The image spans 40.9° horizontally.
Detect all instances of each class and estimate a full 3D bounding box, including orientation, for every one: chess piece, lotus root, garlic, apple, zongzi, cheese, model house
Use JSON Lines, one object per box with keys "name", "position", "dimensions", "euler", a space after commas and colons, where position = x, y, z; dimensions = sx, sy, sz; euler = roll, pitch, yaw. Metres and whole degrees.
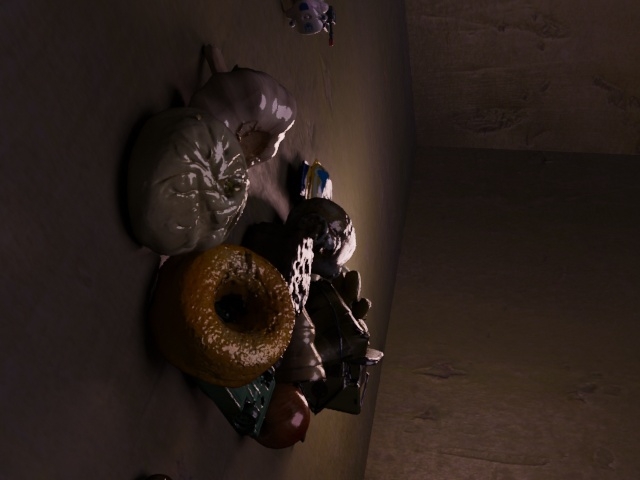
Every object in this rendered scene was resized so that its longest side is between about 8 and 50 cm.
{"name": "chess piece", "position": [-0.070, 0.185, 1.988], "dimensions": [0.137, 0.137, 0.301], "euler": [32, 48, -75]}
{"name": "lotus root", "position": [-0.001, -0.002, 2.107], "dimensions": [0.349, 0.174, 0.175], "euler": [70, 26, -71]}
{"name": "garlic", "position": [-0.164, -0.240, 1.453], "dimensions": [0.226, 0.199, 0.199], "euler": [62, 0, 24]}
{"name": "apple", "position": [-0.095, 0.380, 1.866], "dimensions": [0.131, 0.146, 0.146], "euler": [-3, 98, -50]}
{"name": "zongzi", "position": [-0.049, 0.222, 2.149], "dimensions": [0.251, 0.274, 0.125], "euler": [55, -26, 38]}
{"name": "cheese", "position": [-0.021, -0.127, 2.188], "dimensions": [0.270, 0.069, 0.177], "euler": [42, 53, -73]}
{"name": "model house", "position": [0.039, 0.420, 2.324], "dimensions": [0.205, 0.218, 0.279], "euler": [-8, 106, -77]}

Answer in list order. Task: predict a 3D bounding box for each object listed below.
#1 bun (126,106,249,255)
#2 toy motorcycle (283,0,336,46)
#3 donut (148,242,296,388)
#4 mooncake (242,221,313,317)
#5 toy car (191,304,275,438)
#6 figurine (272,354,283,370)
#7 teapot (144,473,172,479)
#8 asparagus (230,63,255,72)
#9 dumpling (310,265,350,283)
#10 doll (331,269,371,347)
{"name": "bun", "position": [-0.190, -0.085, 1.295], "dimensions": [0.229, 0.145, 0.230], "euler": [8, 90, -75]}
{"name": "toy motorcycle", "position": [-0.022, -0.541, 2.009], "dimensions": [0.221, 0.102, 0.150], "euler": [22, 61, -76]}
{"name": "donut", "position": [-0.156, 0.118, 1.400], "dimensions": [0.118, 0.253, 0.254], "euler": [-32, -144, 48]}
{"name": "mooncake", "position": [-0.090, 0.076, 1.837], "dimensions": [0.228, 0.124, 0.228], "euler": [5, 90, -78]}
{"name": "toy car", "position": [-0.173, 0.213, 1.545], "dimensions": [0.141, 0.097, 0.321], "euler": [-72, 150, -42]}
{"name": "figurine", "position": [-0.141, 0.161, 1.683], "dimensions": [0.138, 0.110, 0.246], "euler": [-78, 157, -44]}
{"name": "teapot", "position": [-0.247, 0.420, 1.353], "dimensions": [0.129, 0.078, 0.098], "euler": [53, 43, -71]}
{"name": "asparagus", "position": [-0.159, -0.187, 1.605], "dimensions": [0.067, 0.060, 0.278], "euler": [24, 69, -56]}
{"name": "dumpling", "position": [0.012, 0.156, 2.364], "dimensions": [0.252, 0.131, 0.179], "euler": [-48, 125, -35]}
{"name": "doll", "position": [0.076, 0.184, 2.280], "dimensions": [0.097, 0.137, 0.210], "euler": [8, 85, -67]}
